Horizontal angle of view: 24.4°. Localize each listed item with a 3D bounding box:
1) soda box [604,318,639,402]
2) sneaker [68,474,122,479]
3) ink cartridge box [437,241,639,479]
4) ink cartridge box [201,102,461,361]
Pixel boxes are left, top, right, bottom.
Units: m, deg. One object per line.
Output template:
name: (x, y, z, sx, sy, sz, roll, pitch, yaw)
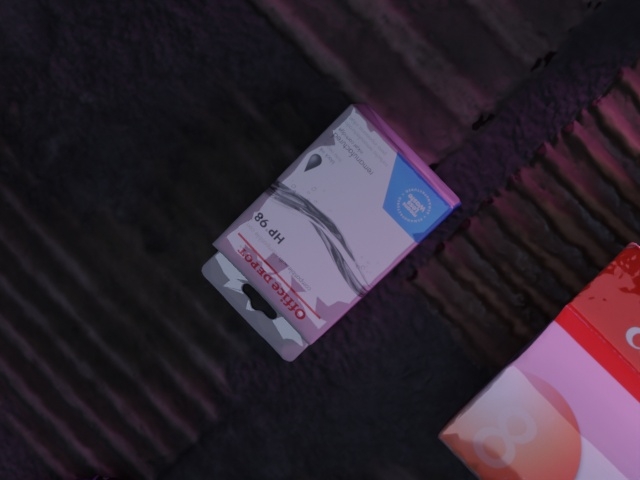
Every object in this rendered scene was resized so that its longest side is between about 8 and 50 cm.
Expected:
soda box: (0.287, 0.038, 0.995, 0.098, 0.091, 0.286, 42, 103, 5)
sneaker: (-0.155, 0.317, 1.107, 0.124, 0.107, 0.283, -14, 93, 10)
ink cartridge box: (0.188, 0.114, 0.955, 0.145, 0.045, 0.179, 45, 106, 4)
ink cartridge box: (0.000, 0.000, 1.062, 0.104, 0.060, 0.180, 46, 102, 2)
